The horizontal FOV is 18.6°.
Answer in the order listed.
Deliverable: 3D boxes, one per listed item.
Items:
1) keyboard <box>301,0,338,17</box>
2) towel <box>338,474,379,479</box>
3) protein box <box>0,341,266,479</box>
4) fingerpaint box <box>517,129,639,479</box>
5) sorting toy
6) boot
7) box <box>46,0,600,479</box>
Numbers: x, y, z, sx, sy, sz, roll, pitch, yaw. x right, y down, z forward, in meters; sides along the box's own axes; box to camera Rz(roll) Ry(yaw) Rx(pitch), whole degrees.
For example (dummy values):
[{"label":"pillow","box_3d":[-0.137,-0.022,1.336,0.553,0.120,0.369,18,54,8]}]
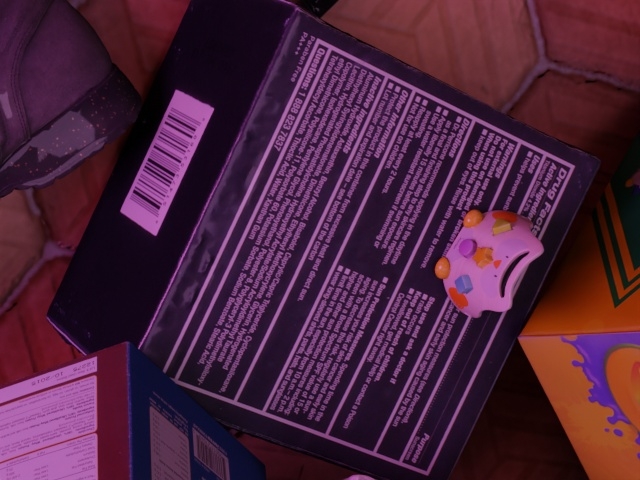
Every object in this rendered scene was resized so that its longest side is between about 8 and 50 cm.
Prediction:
[{"label":"keyboard","box_3d":[-0.037,-0.247,1.469,0.108,0.023,0.180,-46,119,-14]},{"label":"towel","box_3d":[0.076,0.234,1.516,0.317,0.332,0.053,12,73,-27]},{"label":"protein box","box_3d":[-0.134,0.215,1.311,0.136,0.201,0.200,-19,141,19]},{"label":"fingerpaint box","box_3d":[0.376,0.124,1.619,0.371,0.163,0.444,-55,127,-40]},{"label":"sorting toy","box_3d":[0.127,0.017,1.394,0.045,0.075,0.083,31,89,-32]},{"label":"boot","box_3d":[-0.307,-0.092,1.346,0.338,0.118,0.222,-43,117,-21]},{"label":"box","box_3d":[0.000,0.000,1.470,0.294,0.183,0.296,24,94,-30]}]
